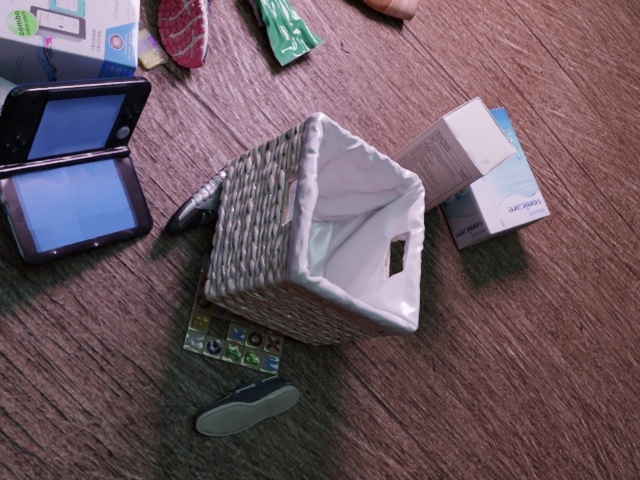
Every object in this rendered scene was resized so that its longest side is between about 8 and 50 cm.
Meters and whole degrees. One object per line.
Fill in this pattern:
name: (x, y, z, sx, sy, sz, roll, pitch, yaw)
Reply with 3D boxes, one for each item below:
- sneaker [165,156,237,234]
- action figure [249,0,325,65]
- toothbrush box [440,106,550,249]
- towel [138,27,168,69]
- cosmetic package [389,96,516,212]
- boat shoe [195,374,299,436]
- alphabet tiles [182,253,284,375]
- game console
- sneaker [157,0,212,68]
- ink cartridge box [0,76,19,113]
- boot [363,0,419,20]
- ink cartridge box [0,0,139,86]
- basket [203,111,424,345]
sneaker: (-0.190, -0.057, 1.501, 0.132, 0.086, 0.229, 47, 55, -9)
action figure: (-0.105, -0.519, 1.734, 0.137, 0.063, 0.232, -35, 95, -32)
toothbrush box: (0.391, -0.152, 1.837, 0.216, 0.126, 0.296, -17, 80, -34)
towel: (-0.361, -0.396, 1.576, 0.060, 0.009, 0.083, -38, 92, -33)
cosmetic package: (0.262, -0.168, 1.667, 0.129, 0.296, 0.153, -33, 90, -33)
boat shoe: (-0.143, 0.304, 1.418, 0.206, 0.075, 0.065, -14, 36, -27)
alphabet tiles: (-0.153, 0.128, 1.496, 0.198, 0.009, 0.237, 20, 64, -22)
game console: (-0.397, -0.128, 1.307, 0.173, 0.250, 0.293, 45, 34, 16)
sneaker: (-0.271, -0.510, 1.612, 0.112, 0.120, 0.299, 8, 73, -60)
ink cartridge box: (-0.610, -0.194, 1.288, 0.128, 0.127, 0.176, 29, 60, -18)
boot: (0.154, -0.709, 1.943, 0.220, 0.109, 0.283, 19, 71, -18)
ink cartridge box: (-0.488, -0.377, 1.383, 0.270, 0.197, 0.198, 7, 68, -27)
basket: (0.000, 0.000, 1.432, 0.331, 0.266, 0.328, 28, 58, -39)
